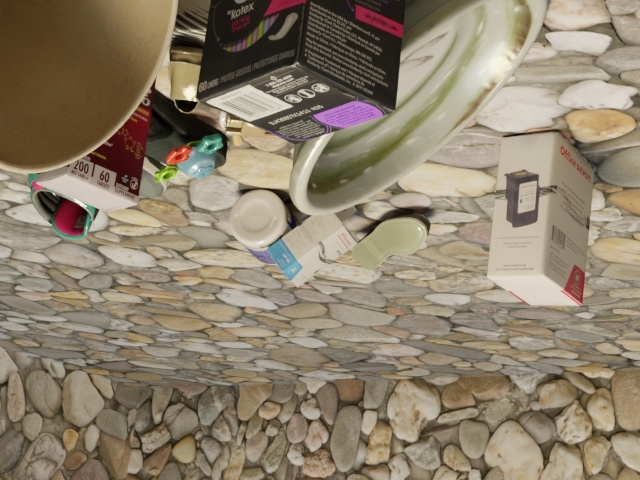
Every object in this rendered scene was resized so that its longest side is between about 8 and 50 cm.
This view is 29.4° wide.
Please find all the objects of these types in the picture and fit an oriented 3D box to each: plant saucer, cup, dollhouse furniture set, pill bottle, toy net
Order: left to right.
[{"bbox_3d":[-0.357,-0.274,1.382,0.237,0.331,0.331,30,174,27],"label":"cup"},{"bbox_3d":[-0.169,-0.170,1.900,0.122,0.045,0.232,-1,146,-43],"label":"toy net"},{"bbox_3d":[-0.095,-0.016,2.344,0.112,0.112,0.187,1,161,17],"label":"pill bottle"},{"bbox_3d":[-0.063,-0.213,1.711,0.123,0.144,0.151,4,148,-9],"label":"dollhouse furniture set"},{"bbox_3d":[0.100,-0.197,1.503,0.400,0.100,0.400,-36,163,-13],"label":"plant saucer"}]

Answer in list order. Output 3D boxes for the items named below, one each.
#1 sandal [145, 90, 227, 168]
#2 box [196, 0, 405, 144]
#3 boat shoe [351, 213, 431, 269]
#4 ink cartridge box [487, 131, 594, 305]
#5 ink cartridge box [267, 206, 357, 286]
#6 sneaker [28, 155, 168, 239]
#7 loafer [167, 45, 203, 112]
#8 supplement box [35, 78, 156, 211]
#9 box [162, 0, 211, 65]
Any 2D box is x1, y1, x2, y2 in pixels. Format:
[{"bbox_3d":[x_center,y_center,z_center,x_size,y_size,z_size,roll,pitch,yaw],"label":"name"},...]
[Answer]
[{"bbox_3d":[-0.314,-0.177,1.921,0.167,0.107,0.445,-9,158,39],"label":"sandal"},{"bbox_3d":[-0.013,-0.262,1.285,0.143,0.271,0.165,21,157,-39],"label":"box"},{"bbox_3d":[0.144,-0.011,2.359,0.081,0.068,0.227,52,145,-7],"label":"boat shoe"},{"bbox_3d":[0.352,-0.032,1.939,0.100,0.237,0.172,-2,161,33],"label":"ink cartridge box"},{"bbox_3d":[0.000,0.000,2.283,0.180,0.060,0.104,-36,155,2],"label":"ink cartridge box"},{"bbox_3d":[-0.392,-0.082,2.130,0.123,0.179,0.295,-10,156,41],"label":"sneaker"},{"bbox_3d":[-0.167,-0.205,1.568,0.056,0.050,0.148,5,165,2],"label":"loafer"},{"bbox_3d":[-0.308,-0.175,1.709,0.073,0.240,0.130,-11,156,40],"label":"supplement box"},{"bbox_3d":[-0.163,-0.284,1.558,0.275,0.094,0.113,1,163,14],"label":"box"}]
